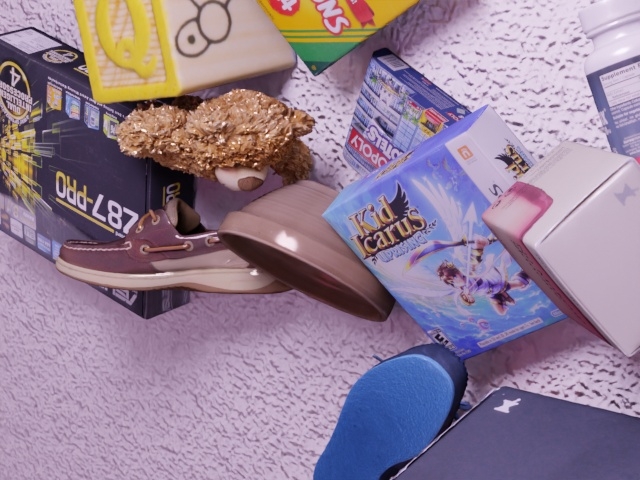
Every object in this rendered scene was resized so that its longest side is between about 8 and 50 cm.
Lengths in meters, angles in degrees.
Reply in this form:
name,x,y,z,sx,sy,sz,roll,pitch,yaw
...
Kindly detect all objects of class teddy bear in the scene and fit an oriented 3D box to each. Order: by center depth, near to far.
name,x,y,z,sx,sy,sz,roll,pitch,yaw
teddy bear,-0.138,-0.115,2.053,0.338,0.245,0.113,8,78,47

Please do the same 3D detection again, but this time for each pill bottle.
name,x,y,z,sx,sy,sz,roll,pitch,yaw
pill bottle,0.324,-0.157,1.620,0.108,0.108,0.180,-20,88,50

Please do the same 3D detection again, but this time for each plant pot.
name,x,y,z,sx,sy,sz,roll,pitch,yaw
plant pot,0.000,0.000,2.000,0.237,0.237,0.110,19,77,43

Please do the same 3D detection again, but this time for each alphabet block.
name,x,y,z,sx,sy,sz,roll,pitch,yaw
alphabet block,-0.176,-0.286,2.060,0.193,0.197,0.192,-2,102,49

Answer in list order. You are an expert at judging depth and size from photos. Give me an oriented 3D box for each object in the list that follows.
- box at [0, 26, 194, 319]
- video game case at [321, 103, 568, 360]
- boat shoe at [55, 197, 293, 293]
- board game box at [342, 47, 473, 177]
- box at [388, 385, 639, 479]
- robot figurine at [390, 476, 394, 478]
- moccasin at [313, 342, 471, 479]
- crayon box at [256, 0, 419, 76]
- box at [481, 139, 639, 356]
name,x,y,z,sx,sy,sz,roll,pitch,yaw
box,-0.343,-0.106,2.392,0.395,0.097,0.318,29,127,37
video game case,0.166,0.002,1.823,0.244,0.061,0.269,50,140,-9
boat shoe,-0.195,0.003,2.190,0.342,0.123,0.123,3,96,20
board game box,0.098,-0.096,1.932,0.194,0.060,0.194,41,130,31
box,0.330,0.447,1.616,0.480,0.297,0.472,9,125,47
robot figurine,0.175,0.340,1.933,0.158,0.128,0.219,-19,112,37
moccasin,0.091,0.216,2.007,0.138,0.117,0.342,52,141,11
crayon box,0.040,-0.344,1.844,0.202,0.081,0.318,52,139,-6
box,0.270,0.002,1.596,0.148,0.127,0.232,48,180,-10
